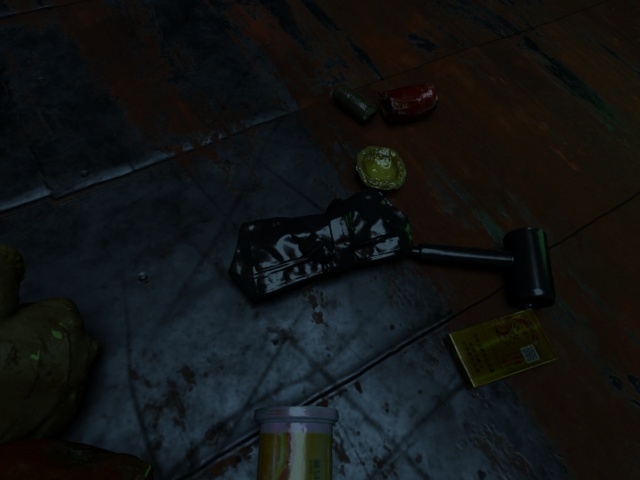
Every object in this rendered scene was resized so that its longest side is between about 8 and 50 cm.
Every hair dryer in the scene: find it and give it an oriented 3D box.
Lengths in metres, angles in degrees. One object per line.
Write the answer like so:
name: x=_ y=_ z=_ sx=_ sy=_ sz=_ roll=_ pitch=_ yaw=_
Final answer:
hair dryer: x=0.258 y=0.044 z=0.710 sx=0.256 sy=0.070 sz=0.128 roll=3 pitch=61 yaw=3

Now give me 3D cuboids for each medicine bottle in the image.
medicine bottle: x=-0.032 y=0.404 z=0.439 sx=0.108 sy=0.108 sz=0.425 roll=3 pitch=61 yaw=-6

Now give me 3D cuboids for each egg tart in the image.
egg tart: x=0.111 y=-0.131 z=0.790 sx=0.105 sy=0.039 sz=0.105 roll=3 pitch=61 yaw=-5

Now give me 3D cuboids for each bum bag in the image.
bum bag: x=0.000 y=0.000 z=0.687 sx=0.310 sy=0.074 sz=0.136 roll=-16 pitch=68 yaw=-13

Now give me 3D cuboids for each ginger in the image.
ginger: x=-0.369 y=0.109 z=0.410 sx=0.166 sy=0.375 sz=0.236 roll=24 pitch=69 yaw=9

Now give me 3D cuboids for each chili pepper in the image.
chili pepper: x=0.186 y=-0.285 z=0.870 sx=0.123 sy=0.073 sz=0.070 roll=-15 pitch=106 yaw=-13

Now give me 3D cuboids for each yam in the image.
yam: x=0.070 y=-0.280 z=0.865 sx=0.043 sy=0.043 sz=0.094 roll=-39 pitch=71 yaw=-24

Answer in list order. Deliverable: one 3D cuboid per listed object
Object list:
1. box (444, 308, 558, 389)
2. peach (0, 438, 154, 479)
box: x=0.283 y=0.168 z=0.658 sx=0.157 sy=0.022 sz=0.089 roll=-14 pitch=66 yaw=-15
peach: x=-0.273 y=0.301 z=0.394 sx=0.257 sy=0.232 sz=0.232 roll=-35 pitch=70 yaw=-3
